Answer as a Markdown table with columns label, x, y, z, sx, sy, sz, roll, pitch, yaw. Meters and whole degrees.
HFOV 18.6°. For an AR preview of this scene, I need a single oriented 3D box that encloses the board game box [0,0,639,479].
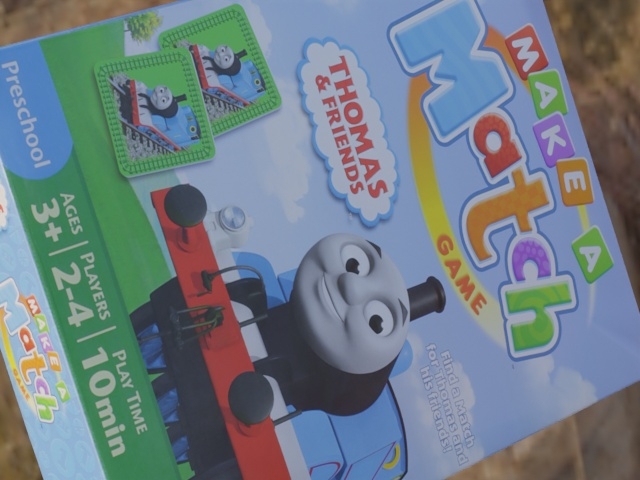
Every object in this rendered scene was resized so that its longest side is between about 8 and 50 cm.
| label | x | y | z | sx | sy | sz | roll | pitch | yaw |
| --- | --- | --- | --- | --- | --- | --- | --- | --- | --- |
| board game box | 0.000 | 0.000 | 0.584 | 0.211 | 0.160 | 0.039 | -21 | 5 | -39 |
